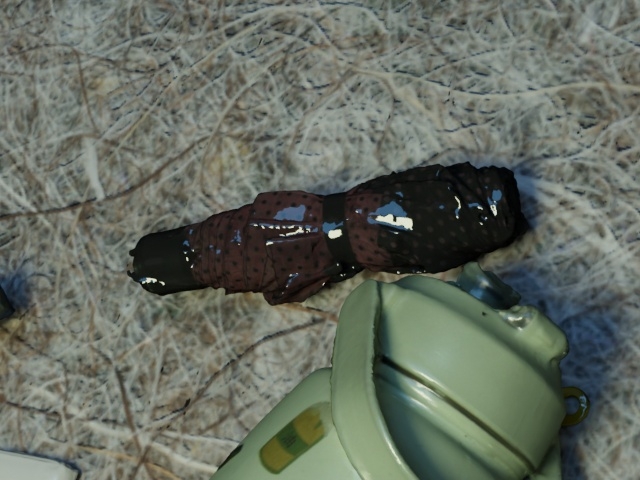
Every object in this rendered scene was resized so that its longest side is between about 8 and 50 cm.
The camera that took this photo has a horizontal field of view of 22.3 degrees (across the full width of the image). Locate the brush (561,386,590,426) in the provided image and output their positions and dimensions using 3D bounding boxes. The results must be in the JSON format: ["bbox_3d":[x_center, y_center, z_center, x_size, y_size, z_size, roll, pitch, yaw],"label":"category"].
[{"bbox_3d":[0.103,0.138,1.223,0.205,0.011,0.083,-12,63,18],"label":"brush"}]

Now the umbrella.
[{"bbox_3d":[0.000,0.000,1.284,0.326,0.090,0.094,-12,67,19],"label":"umbrella"}]

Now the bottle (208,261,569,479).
[{"bbox_3d":[0.048,0.175,1.114,0.229,0.229,0.352,31,79,31],"label":"bottle"}]

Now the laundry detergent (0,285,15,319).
[{"bbox_3d":[-0.397,0.081,1.412,0.280,0.105,0.215,-26,57,13],"label":"laundry detergent"}]

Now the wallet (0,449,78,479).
[{"bbox_3d":[-0.263,0.263,1.314,0.095,0.033,0.190,7,70,28],"label":"wallet"}]
